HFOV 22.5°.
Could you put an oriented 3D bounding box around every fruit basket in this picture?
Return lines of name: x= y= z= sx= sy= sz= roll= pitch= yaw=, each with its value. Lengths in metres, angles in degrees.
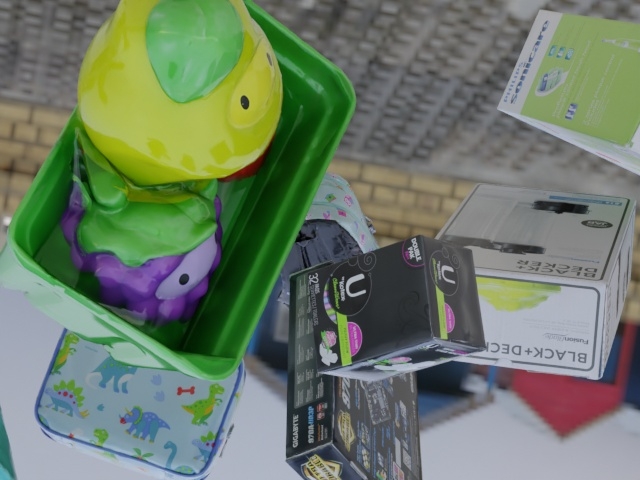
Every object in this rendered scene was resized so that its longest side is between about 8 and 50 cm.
fruit basket: x=-0.114 y=-0.091 z=1.443 sx=0.283 sy=0.392 sz=0.392 roll=36 pitch=171 yaw=-20

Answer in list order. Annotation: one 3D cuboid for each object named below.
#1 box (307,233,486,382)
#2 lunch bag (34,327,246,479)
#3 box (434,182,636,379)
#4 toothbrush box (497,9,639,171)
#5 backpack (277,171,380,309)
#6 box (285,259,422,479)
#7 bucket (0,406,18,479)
box: x=0.042 y=0.039 z=0.904 sx=0.083 sy=0.062 sz=0.052 roll=-19 pitch=158 yaw=36
lunch bag: x=-0.200 y=0.171 z=1.830 sx=0.219 sy=0.176 sz=0.090 roll=17 pitch=164 yaw=3
box: x=0.195 y=0.029 z=1.478 sx=0.169 sy=0.087 sz=0.290 roll=7 pitch=-162 yaw=15
toothbrush box: x=0.337 y=-0.128 z=1.594 sx=0.206 sy=0.122 sz=0.283 roll=22 pitch=-175 yaw=-22
backpack: x=0.000 y=0.000 z=2.067 sx=0.152 sy=0.115 sz=0.182 roll=-14 pitch=140 yaw=10
box: x=0.033 y=0.154 z=1.483 sx=0.051 sy=0.220 sz=0.175 roll=-22 pitch=132 yaw=21
bucket: x=-0.413 y=0.241 z=1.512 sx=0.281 sy=0.281 sz=0.183 roll=9 pitch=-160 yaw=-28
